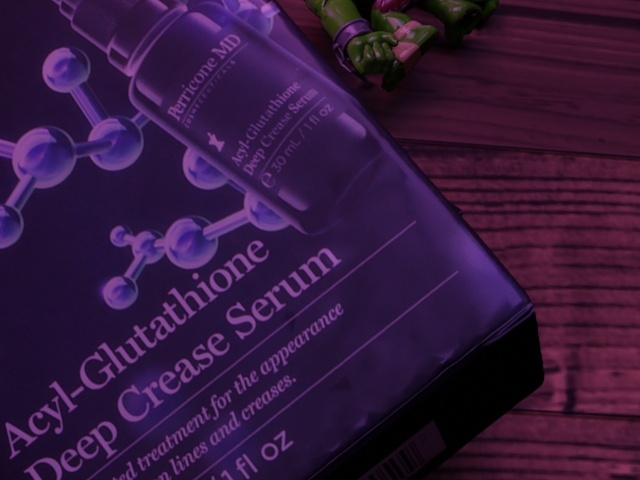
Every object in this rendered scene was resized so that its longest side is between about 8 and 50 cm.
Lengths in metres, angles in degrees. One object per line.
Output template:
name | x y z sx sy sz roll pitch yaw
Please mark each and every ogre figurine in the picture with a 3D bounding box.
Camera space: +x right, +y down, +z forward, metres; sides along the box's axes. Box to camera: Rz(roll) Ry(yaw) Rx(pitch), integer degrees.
ogre figurine | 0.056 -0.198 1.450 0.118 0.097 0.197 43 60 14

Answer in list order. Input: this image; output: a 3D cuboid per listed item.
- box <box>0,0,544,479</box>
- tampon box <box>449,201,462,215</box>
box | -0.099 0.007 1.089 0.293 0.212 0.395 -39 72 -3
tampon box | 0.000 0.000 1.265 0.161 0.120 0.101 35 55 16
